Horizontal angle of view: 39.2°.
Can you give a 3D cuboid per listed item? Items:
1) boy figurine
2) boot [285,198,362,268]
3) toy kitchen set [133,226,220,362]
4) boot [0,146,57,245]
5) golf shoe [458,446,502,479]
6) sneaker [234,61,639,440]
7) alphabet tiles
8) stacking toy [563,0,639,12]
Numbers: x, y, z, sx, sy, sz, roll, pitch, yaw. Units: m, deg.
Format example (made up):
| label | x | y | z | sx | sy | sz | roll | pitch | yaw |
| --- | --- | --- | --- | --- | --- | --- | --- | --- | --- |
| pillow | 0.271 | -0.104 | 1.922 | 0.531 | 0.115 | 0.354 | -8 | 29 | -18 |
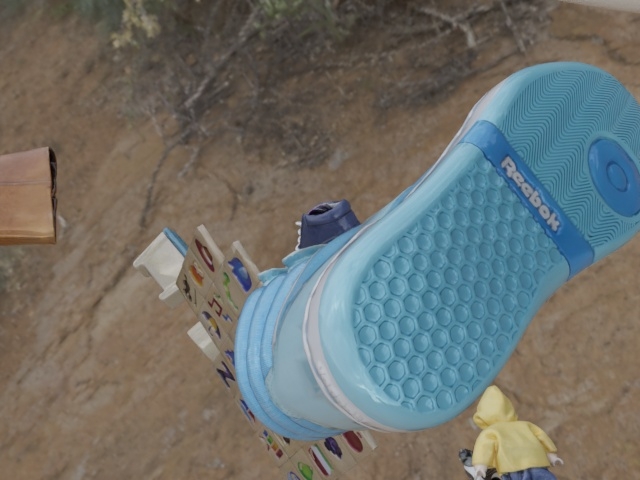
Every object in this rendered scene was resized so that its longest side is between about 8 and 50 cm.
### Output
| label | x | y | z | sx | sy | sz | roll | pitch | yaw |
| --- | --- | --- | --- | --- | --- | --- | --- | --- | --- |
| boy figurine | 0.355 | 0.402 | 1.671 | 0.177 | 0.092 | 0.285 | -9 | 47 | -18 |
| boot | 0.000 | 0.000 | 1.047 | 0.069 | 0.086 | 0.190 | -36 | 12 | -29 |
| toy kitchen set | -0.123 | 0.074 | 1.173 | 0.122 | 0.207 | 0.166 | -41 | 69 | -6 |
| boot | -0.413 | 0.010 | 0.923 | 0.280 | 0.096 | 0.264 | -2 | 41 | -8 |
| golf shoe | 0.335 | 0.466 | 1.810 | 0.077 | 0.198 | 0.094 | -26 | 66 | 24 |
| sneaker | 0.067 | 0.008 | 0.573 | 0.319 | 0.127 | 0.208 | -35 | 2 | -35 |
| alphabet tiles | -0.053 | 0.107 | 0.783 | 0.009 | 0.198 | 0.237 | -27 | 75 | -29 |
| stacking toy | 0.322 | -0.483 | 0.881 | 0.350 | 0.480 | 0.351 | 7 | 27 | -3 |
